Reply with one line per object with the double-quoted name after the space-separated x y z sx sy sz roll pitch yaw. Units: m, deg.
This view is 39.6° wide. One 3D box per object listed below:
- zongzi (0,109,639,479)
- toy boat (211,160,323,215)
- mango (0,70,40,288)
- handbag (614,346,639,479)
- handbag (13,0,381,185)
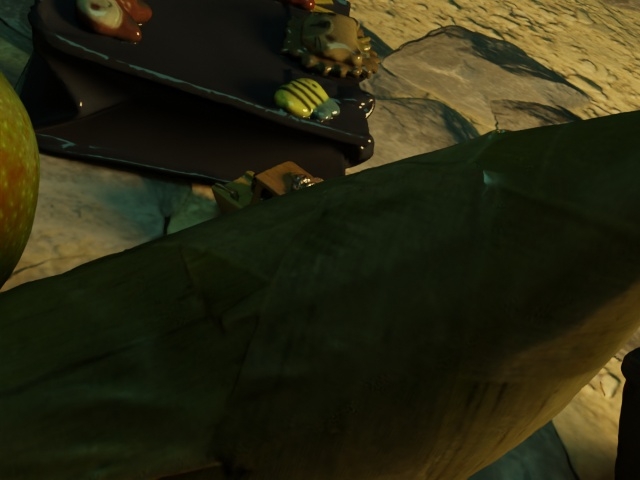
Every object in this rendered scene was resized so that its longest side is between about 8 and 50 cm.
-0.030 0.048 0.404 0.356 0.393 0.174 -7 69 -25 "zongzi"
0.000 0.000 0.708 0.200 0.077 0.057 38 40 20 "toy boat"
-0.298 -0.063 0.558 0.225 0.201 0.382 -12 33 -15 "mango"
0.306 0.156 0.583 0.255 0.181 0.181 -5 14 -27 "handbag"
-0.101 -0.184 0.852 0.330 0.121 0.303 13 38 -12 "handbag"
